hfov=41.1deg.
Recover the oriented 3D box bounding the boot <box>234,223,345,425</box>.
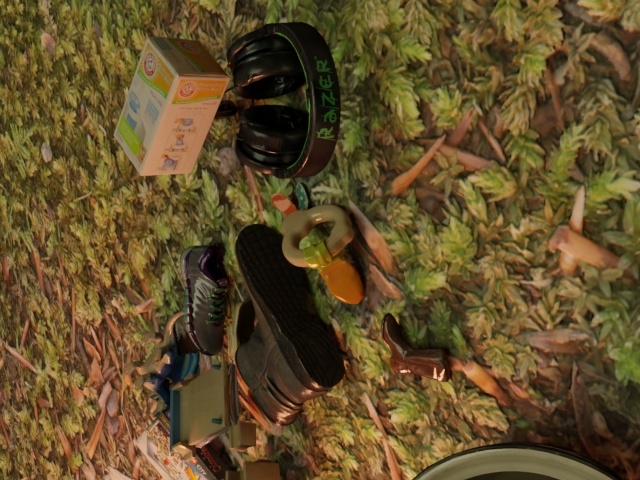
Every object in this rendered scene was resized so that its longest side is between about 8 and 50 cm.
[{"bbox_3d":[-0.104,0.159,1.552,0.223,0.118,0.338,-44,63,48],"label":"boot"}]

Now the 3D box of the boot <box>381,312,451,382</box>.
[{"bbox_3d":[0.151,0.166,1.330,0.114,0.037,0.107,2,114,50],"label":"boot"}]

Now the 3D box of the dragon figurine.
[{"bbox_3d":[-0.319,0.251,1.815,0.085,0.144,0.289,40,107,35],"label":"dragon figurine"}]

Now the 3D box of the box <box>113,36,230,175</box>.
[{"bbox_3d":[-0.249,-0.222,1.417,0.114,0.103,0.203,52,130,30],"label":"box"}]

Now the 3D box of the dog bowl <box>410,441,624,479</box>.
[{"bbox_3d":[0.269,0.446,1.092,0.407,0.150,0.408,1,92,20],"label":"dog bowl"}]

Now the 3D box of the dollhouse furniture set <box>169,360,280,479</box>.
[{"bbox_3d":[-0.137,0.365,1.636,0.286,0.198,0.304,-38,48,43],"label":"dollhouse furniture set"}]

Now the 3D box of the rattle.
[{"bbox_3d":[0.000,0.000,1.459,0.130,0.142,0.199,-56,36,1],"label":"rattle"}]

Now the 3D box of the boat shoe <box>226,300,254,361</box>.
[{"bbox_3d":[-0.161,0.177,1.656,0.045,0.050,0.136,21,114,36],"label":"boat shoe"}]

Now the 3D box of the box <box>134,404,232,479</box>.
[{"bbox_3d":[-0.281,0.475,1.816,0.233,0.044,0.159,49,131,7],"label":"box"}]

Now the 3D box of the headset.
[{"bbox_3d":[-0.106,-0.224,1.404,0.394,0.185,0.244,12,108,62],"label":"headset"}]

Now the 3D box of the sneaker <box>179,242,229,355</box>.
[{"bbox_3d":[-0.217,0.117,1.682,0.098,0.083,0.224,-11,90,43],"label":"sneaker"}]
